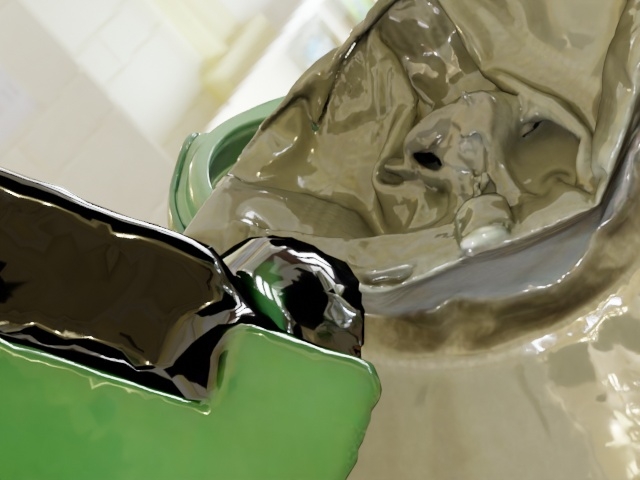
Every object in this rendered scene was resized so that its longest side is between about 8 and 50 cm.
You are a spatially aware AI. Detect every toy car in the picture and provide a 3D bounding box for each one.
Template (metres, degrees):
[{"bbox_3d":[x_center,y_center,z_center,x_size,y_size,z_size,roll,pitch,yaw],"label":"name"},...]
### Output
[{"bbox_3d":[-0.129,0.064,0.397,0.358,0.213,0.176,-26,47,59],"label":"toy car"}]

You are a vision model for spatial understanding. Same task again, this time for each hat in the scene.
[{"bbox_3d":[0.079,0.018,0.546,0.214,0.245,0.149,-23,14,15],"label":"hat"}]

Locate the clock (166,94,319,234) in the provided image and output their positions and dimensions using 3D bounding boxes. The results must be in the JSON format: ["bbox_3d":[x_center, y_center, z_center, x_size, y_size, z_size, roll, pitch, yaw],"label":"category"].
[{"bbox_3d":[0.000,0.000,0.658,0.211,0.159,0.066,-20,-43,-39],"label":"clock"}]
